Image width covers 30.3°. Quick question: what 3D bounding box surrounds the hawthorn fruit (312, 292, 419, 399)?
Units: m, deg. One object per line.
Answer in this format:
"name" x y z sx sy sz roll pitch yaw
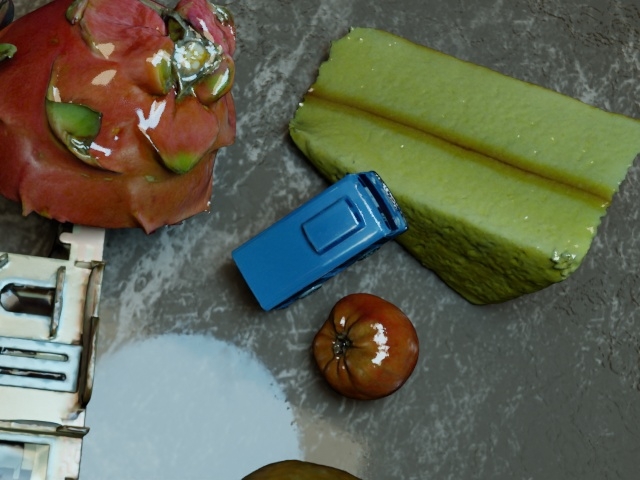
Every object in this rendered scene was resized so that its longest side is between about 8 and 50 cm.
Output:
"hawthorn fruit" 0.063 0.125 1.371 0.140 0.125 0.125 11 70 -12

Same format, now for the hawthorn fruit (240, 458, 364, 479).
"hawthorn fruit" -0.047 0.369 1.189 0.298 0.277 0.277 -20 79 -3

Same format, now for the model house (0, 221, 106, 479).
"model house" -0.354 0.115 1.222 0.244 0.169 0.326 8 72 -12

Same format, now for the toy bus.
"toy bus" 0.000 0.000 1.359 0.184 0.106 0.090 -34 81 15

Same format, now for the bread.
"bread" 0.155 -0.121 1.419 0.361 0.245 0.233 36 67 -7

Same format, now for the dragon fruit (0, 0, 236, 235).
"dragon fruit" -0.224 -0.173 1.267 0.305 0.226 0.305 14 37 -11
